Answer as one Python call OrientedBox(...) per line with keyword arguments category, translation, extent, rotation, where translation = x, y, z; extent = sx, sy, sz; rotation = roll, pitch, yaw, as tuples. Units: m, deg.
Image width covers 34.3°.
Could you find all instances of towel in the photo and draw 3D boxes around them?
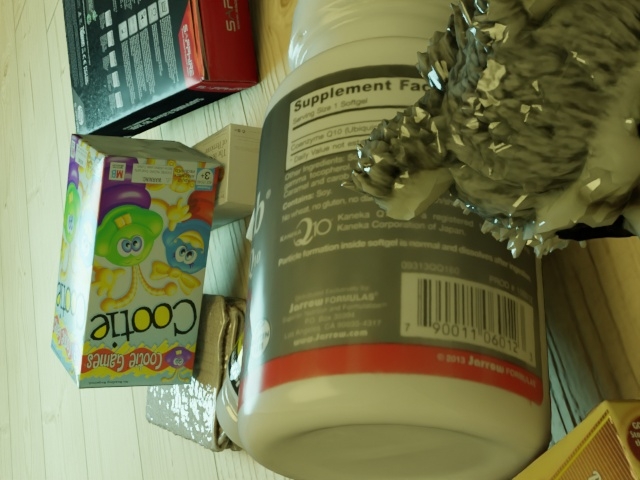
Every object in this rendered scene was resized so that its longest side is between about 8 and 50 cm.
OrientedBox(category="towel", translation=(-0.163, 0.159, 1.321), extent=(0.282, 0.049, 0.187), rotation=(-4, 80, 61))

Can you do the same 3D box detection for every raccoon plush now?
OrientedBox(category="raccoon plush", translation=(0.116, -0.121, 0.601), extent=(0.446, 0.299, 0.216), rotation=(45, 124, 56))

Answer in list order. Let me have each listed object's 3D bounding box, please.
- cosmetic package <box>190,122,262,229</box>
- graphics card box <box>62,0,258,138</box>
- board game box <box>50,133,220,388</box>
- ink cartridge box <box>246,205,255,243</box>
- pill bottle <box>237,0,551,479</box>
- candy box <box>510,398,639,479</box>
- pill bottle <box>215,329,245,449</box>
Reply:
OrientedBox(category="cosmetic package", translation=(-0.141, -0.070, 1.311), extent=(0.239, 0.060, 0.099), rotation=(-18, 70, 59))
OrientedBox(category="graphics card box", translation=(-0.228, -0.280, 1.401), extent=(0.371, 0.094, 0.233), rotation=(-12, 85, 51))
OrientedBox(category="board game box", translation=(-0.228, 0.023, 1.251), extent=(0.144, 0.142, 0.275), rotation=(29, 114, 58))
OrientedBox(category="ink cartridge box", translation=(-0.013, -0.122, 0.979), extent=(0.208, 0.045, 0.206), rotation=(111, 176, -65))
OrientedBox(category="pill bottle", translation=(0.055, -0.015, 0.764), extent=(0.210, 0.210, 0.363), rotation=(-40, 41, 52))
OrientedBox(category="candy box", translation=(0.198, 0.272, 0.594), extent=(0.183, 0.087, 0.316), rotation=(-55, 39, 42))
OrientedBox(category="pill bottle", translation=(-0.019, 0.108, 0.993), extent=(0.208, 0.119, 0.119), rotation=(-60, 36, 37))
